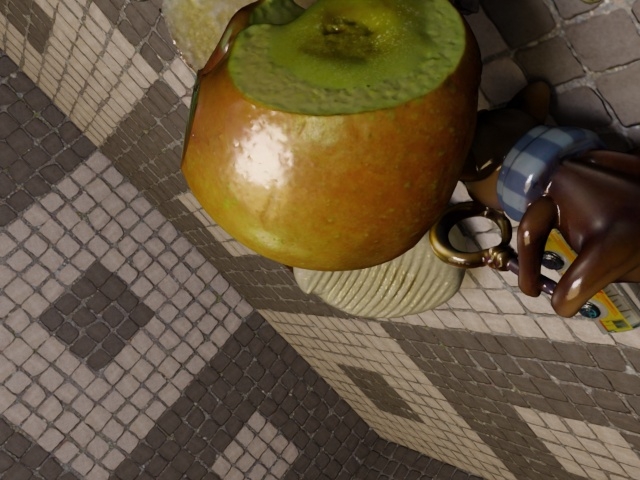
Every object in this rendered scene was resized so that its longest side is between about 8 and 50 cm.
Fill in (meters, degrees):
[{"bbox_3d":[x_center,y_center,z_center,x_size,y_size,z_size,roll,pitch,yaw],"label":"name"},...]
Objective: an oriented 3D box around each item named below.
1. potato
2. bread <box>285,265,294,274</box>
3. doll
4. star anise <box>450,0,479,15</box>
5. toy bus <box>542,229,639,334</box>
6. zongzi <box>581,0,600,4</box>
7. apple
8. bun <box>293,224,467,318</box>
[{"bbox_3d":[-0.114,-0.358,0.983,0.237,0.300,0.289,-149,50,-74],"label":"potato"},{"bbox_3d":[0.000,0.000,1.566,0.165,0.113,0.416,40,156,0],"label":"bread"},{"bbox_3d":[0.330,-0.051,0.822,0.339,0.318,0.209,42,-177,29],"label":"doll"},{"bbox_3d":[0.109,-0.405,0.675,0.331,0.118,0.332,28,154,15],"label":"star anise"},{"bbox_3d":[0.459,0.043,0.978,0.268,0.092,0.106,49,146,-17],"label":"toy bus"},{"bbox_3d":[0.284,-0.375,0.399,0.323,0.160,0.361,15,140,60],"label":"zongzi"},{"bbox_3d":[0.005,-0.155,0.744,0.373,0.384,0.374,20,-165,-5],"label":"apple"},{"bbox_3d":[0.128,0.010,1.237,0.364,0.219,0.365,4,138,3],"label":"bun"}]
